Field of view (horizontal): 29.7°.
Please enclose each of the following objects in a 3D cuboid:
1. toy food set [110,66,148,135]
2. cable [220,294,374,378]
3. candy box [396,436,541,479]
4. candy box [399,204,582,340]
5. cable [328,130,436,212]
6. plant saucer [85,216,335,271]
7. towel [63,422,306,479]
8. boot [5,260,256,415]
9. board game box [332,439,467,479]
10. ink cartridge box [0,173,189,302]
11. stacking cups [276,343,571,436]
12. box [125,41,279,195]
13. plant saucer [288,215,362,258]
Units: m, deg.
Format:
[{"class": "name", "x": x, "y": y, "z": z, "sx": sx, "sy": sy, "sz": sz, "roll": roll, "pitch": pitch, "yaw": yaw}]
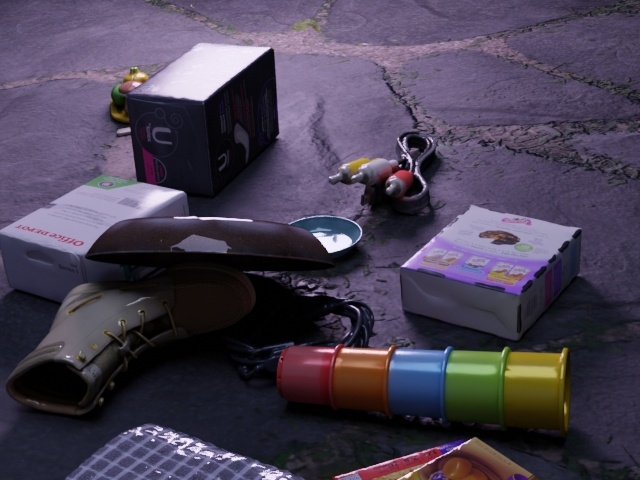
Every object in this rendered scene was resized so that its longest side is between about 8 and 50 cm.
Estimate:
[{"class": "toy food set", "x": -0.326, "y": -0.271, "z": 2.223, "sx": 0.128, "sy": 0.071, "sz": 0.218, "roll": -8, "pitch": 27, "yaw": -9}, {"class": "cable", "x": -0.025, "y": 0.114, "z": 1.465, "sx": 0.185, "sy": 0.047, "sz": 0.150, "roll": -16, "pitch": 24, "yaw": -14}, {"class": "candy box", "x": 0.160, "y": 0.253, "z": 1.047, "sx": 0.109, "sy": 0.053, "sz": 0.187, "roll": -21, "pitch": 31, "yaw": -30}, {"class": "candy box", "x": 0.222, "y": 0.037, "z": 1.547, "sx": 0.165, "sy": 0.070, "sz": 0.196, "roll": 14, "pitch": 32, "yaw": 31}, {"class": "cable", "x": 0.134, "y": -0.120, "z": 1.865, "sx": 0.140, "sy": 0.072, "sz": 0.287, "roll": 16, "pitch": 32, "yaw": 23}, {"class": "plant saucer", "x": -0.135, "y": 0.006, "z": 1.506, "sx": 0.311, "sy": 0.050, "sz": 0.310, "roll": 2, "pitch": -6, "yaw": 0}, {"class": "towel", "x": -0.150, "y": 0.284, "z": 1.053, "sx": 0.235, "sy": 0.121, "sz": 0.284, "roll": 14, "pitch": 32, "yaw": 33}, {"class": "boot", "x": -0.219, "y": 0.114, "z": 1.406, "sx": 0.262, "sy": 0.095, "sz": 0.203, "roll": -6, "pitch": 25, "yaw": 17}, {"class": "board game box", "x": 0.114, "y": 0.272, "z": 1.123, "sx": 0.147, "sy": 0.045, "sz": 0.193, "roll": -13, "pitch": 29, "yaw": -18}, {"class": "ink cartridge box", "x": -0.309, "y": -0.002, "z": 1.666, "sx": 0.160, "sy": 0.092, "sz": 0.219, "roll": 13, "pitch": 32, "yaw": 31}, {"class": "stacking cups", "x": 0.108, "y": 0.158, "z": 1.306, "sx": 0.316, "sy": 0.096, "sz": 0.096, "roll": 1, "pitch": 27, "yaw": 14}, {"class": "box", "x": -0.186, "y": -0.204, "z": 1.969, "sx": 0.143, "sy": 0.165, "sz": 0.270, "roll": 7, "pitch": 29, "yaw": 20}, {"class": "plant saucer", "x": 0.000, "y": 0.000, "z": 1.701, "sx": 0.119, "sy": 0.021, "sz": 0.119, "roll": -4, "pitch": 26, "yaw": 2}]
